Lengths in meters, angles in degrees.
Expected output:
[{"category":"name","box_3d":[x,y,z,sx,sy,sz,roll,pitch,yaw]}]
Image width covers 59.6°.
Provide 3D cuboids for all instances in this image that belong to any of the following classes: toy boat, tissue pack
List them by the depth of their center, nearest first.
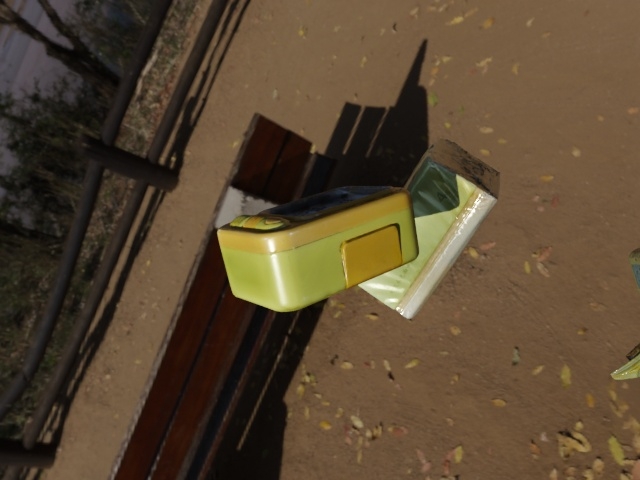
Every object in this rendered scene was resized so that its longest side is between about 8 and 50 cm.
[{"category":"tissue pack","box_3d":[0.165,-0.023,0.861,0.234,0.125,0.159,-60,-4,28]},{"category":"toy boat","box_3d":[0.911,0.343,1.602,0.172,0.065,0.066,-43,36,3]}]

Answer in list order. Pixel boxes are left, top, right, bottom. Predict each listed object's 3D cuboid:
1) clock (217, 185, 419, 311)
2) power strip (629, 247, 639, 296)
[{"category":"clock","box_3d":[0.000,0.000,0.637,0.143,0.202,0.096,4,109,56]},{"category":"power strip","box_3d":[0.697,0.201,1.100,0.066,0.092,0.387,-17,85,7]}]
